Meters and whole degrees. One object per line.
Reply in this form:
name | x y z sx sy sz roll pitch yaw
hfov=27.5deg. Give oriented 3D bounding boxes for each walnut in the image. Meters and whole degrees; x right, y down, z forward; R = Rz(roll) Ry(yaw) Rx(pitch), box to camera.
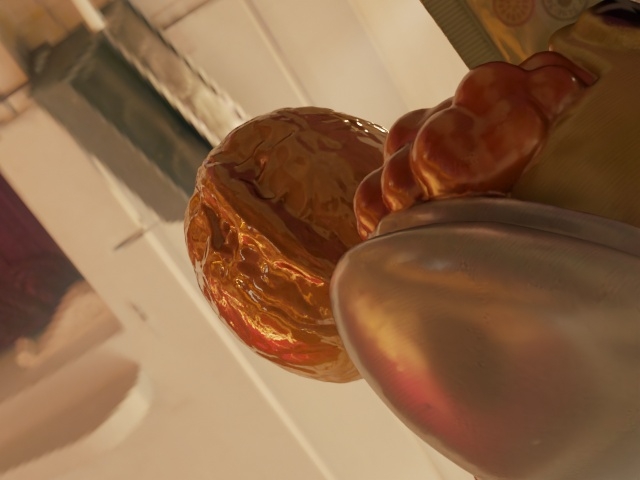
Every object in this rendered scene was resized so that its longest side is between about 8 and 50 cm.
walnut | 0.000 0.000 0.805 0.159 0.159 0.207 -37 -143 -6

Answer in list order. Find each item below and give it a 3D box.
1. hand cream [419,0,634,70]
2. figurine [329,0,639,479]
hand cream | 0.178 -0.210 0.667 0.306 0.147 0.093 -35 177 8
figurine | 0.189 -0.034 0.598 0.382 0.224 0.205 -42 -129 -7
